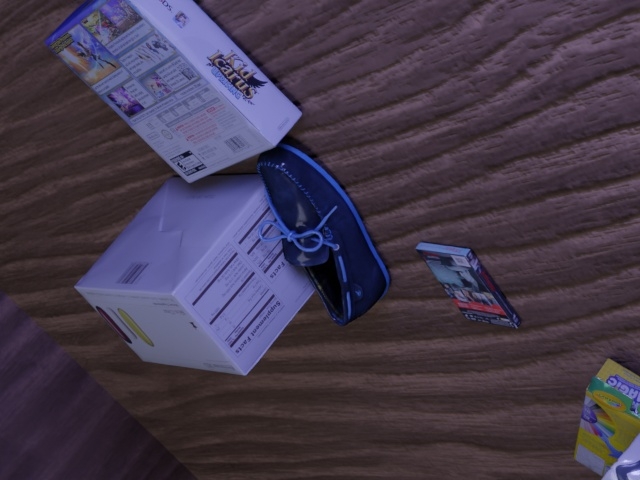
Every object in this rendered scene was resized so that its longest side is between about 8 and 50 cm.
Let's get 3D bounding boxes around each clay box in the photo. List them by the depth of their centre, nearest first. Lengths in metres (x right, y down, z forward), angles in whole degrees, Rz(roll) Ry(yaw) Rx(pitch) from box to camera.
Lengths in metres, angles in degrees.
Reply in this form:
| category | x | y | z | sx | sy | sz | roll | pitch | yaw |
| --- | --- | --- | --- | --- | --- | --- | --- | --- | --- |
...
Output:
| category | x | y | z | sx | sy | sz | roll | pitch | yaw |
| --- | --- | --- | --- | --- | --- | --- | --- | --- | --- |
| clay box | 0.351 | 0.212 | 2.082 | 0.127 | 0.053 | 0.222 | 31 | 156 | 18 |

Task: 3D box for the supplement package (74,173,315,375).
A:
| category | x | y | z | sx | sy | sz | roll | pitch | yaw |
| --- | --- | --- | --- | --- | --- | --- | --- | --- | --- |
| supplement package | -0.141 | 0.039 | 2.335 | 0.145 | 0.204 | 0.262 | 49 | 156 | -23 |

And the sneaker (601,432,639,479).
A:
| category | x | y | z | sx | sy | sz | roll | pitch | yaw |
| --- | --- | --- | --- | --- | --- | --- | --- | --- | --- |
| sneaker | 0.368 | 0.315 | 2.059 | 0.153 | 0.094 | 0.235 | 39 | 148 | 15 |

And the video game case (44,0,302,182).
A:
| category | x | y | z | sx | sy | sz | roll | pitch | yaw |
| --- | --- | --- | --- | --- | --- | --- | --- | --- | --- |
| video game case | -0.171 | -0.187 | 2.140 | 0.244 | 0.061 | 0.269 | 44 | 158 | -14 |

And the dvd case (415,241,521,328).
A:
| category | x | y | z | sx | sy | sz | roll | pitch | yaw |
| --- | --- | --- | --- | --- | --- | --- | --- | --- | --- |
| dvd case | 0.166 | 0.050 | 2.122 | 0.087 | 0.013 | 0.119 | 8 | 143 | 53 |

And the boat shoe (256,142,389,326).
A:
| category | x | y | z | sx | sy | sz | roll | pitch | yaw |
| --- | --- | --- | --- | --- | --- | --- | --- | --- | --- |
| boat shoe | 0.000 | 0.000 | 2.188 | 0.109 | 0.089 | 0.258 | 9 | 143 | 51 |
